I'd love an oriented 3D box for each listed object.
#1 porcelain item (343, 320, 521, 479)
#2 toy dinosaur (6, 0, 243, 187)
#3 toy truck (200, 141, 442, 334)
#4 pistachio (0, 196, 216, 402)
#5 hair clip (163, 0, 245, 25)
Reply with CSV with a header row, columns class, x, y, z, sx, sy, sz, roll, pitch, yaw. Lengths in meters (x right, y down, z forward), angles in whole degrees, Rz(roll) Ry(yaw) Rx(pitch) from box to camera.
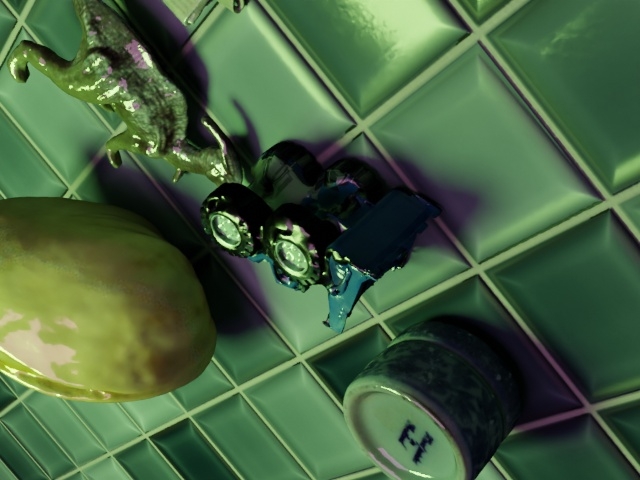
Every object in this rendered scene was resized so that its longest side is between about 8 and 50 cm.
class,x,y,z,sx,sy,sz,roll,pitch,yaw
porcelain item,0.109,0.159,0.984,0.147,0.114,0.147,28,139,27
toy dinosaur,-0.192,-0.147,1.047,0.294,0.077,0.162,42,141,-17
toy truck,0.000,0.000,0.951,0.208,0.113,0.126,19,135,34
pistachio,-0.271,0.071,1.185,0.321,0.238,0.229,23,135,7
hair clip,-0.084,-0.277,0.830,0.159,0.071,0.218,44,139,9
